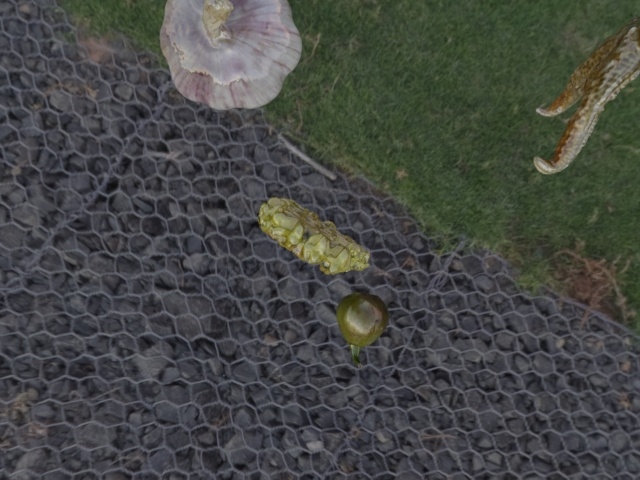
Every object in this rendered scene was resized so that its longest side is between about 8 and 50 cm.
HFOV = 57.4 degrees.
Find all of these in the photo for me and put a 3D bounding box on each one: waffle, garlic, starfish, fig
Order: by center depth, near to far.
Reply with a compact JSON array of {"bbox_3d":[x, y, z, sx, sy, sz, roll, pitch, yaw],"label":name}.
[{"bbox_3d":[0.384,-0.214,0.676,0.327,0.375,0.094,-30,104,27],"label":"starfish"},{"bbox_3d":[-0.002,0.003,0.746,0.149,0.194,0.051,39,98,23],"label":"waffle"},{"bbox_3d":[0.056,0.122,0.833,0.082,0.084,0.098,11,102,-28],"label":"fig"},{"bbox_3d":[-0.154,-0.340,0.958,0.245,0.253,0.245,0,95,0],"label":"garlic"}]
